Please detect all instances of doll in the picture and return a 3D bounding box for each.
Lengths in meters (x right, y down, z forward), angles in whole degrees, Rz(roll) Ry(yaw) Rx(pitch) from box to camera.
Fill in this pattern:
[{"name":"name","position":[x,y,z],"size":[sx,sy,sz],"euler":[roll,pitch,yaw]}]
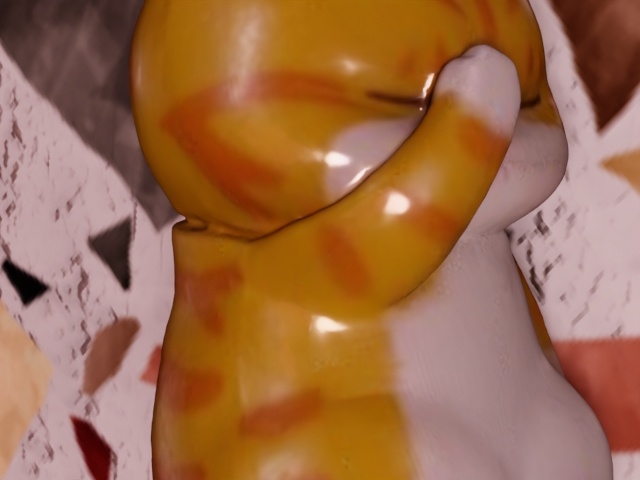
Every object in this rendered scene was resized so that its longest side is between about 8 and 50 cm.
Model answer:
[{"name":"doll","position":[0.014,0.011,0.678],"size":[0.162,0.166,0.270],"euler":[4,93,36]}]
